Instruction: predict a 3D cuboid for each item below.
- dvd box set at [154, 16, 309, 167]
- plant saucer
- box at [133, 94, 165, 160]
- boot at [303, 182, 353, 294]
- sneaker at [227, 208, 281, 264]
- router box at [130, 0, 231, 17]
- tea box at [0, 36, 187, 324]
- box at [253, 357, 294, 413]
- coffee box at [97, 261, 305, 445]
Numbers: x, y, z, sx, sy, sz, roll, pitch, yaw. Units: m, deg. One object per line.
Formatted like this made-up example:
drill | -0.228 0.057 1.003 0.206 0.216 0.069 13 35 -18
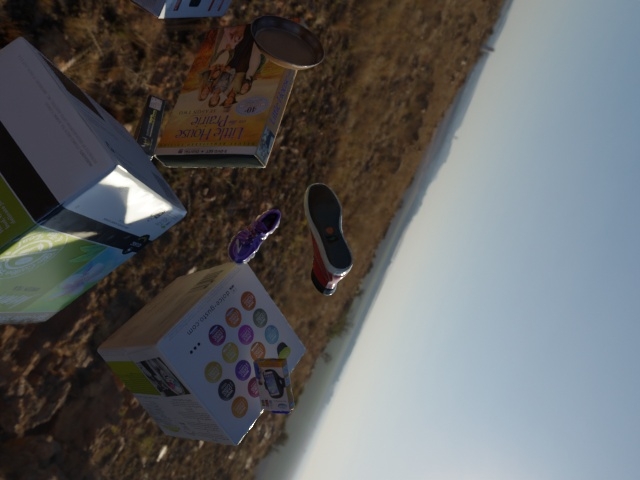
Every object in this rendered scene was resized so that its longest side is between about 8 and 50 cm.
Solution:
dvd box set | -0.222 -0.376 1.313 0.062 0.307 0.421 50 51 -55
plant saucer | -0.073 -0.421 1.110 0.168 0.168 0.029 -57 180 -44
box | -0.561 -0.316 1.639 0.183 0.059 0.233 -42 -142 48
boot | 0.000 0.000 1.240 0.176 0.088 0.245 115 -35 -60
sneaker | -0.159 -0.017 1.243 0.170 0.068 0.071 -52 -174 -19
router box | -0.190 -0.571 0.920 0.336 0.082 0.301 -55 -177 26
tea box | -0.425 -0.054 0.764 0.323 0.220 0.329 -37 174 -3
box | -0.109 0.347 1.216 0.028 0.081 0.136 -15 97 -63
coffee box | -0.314 0.301 1.402 0.338 0.335 0.338 -15 -156 43
